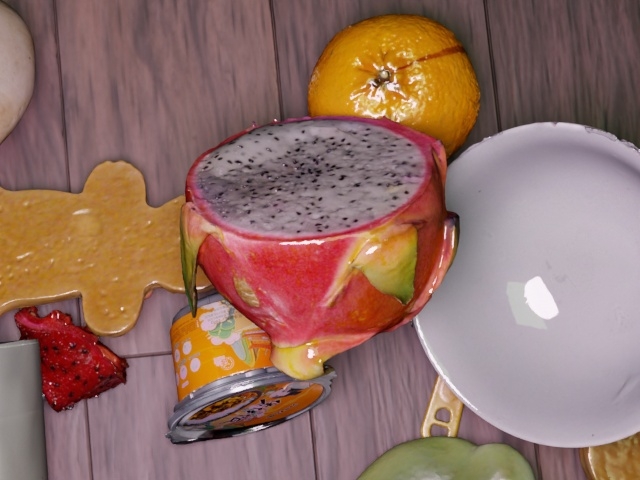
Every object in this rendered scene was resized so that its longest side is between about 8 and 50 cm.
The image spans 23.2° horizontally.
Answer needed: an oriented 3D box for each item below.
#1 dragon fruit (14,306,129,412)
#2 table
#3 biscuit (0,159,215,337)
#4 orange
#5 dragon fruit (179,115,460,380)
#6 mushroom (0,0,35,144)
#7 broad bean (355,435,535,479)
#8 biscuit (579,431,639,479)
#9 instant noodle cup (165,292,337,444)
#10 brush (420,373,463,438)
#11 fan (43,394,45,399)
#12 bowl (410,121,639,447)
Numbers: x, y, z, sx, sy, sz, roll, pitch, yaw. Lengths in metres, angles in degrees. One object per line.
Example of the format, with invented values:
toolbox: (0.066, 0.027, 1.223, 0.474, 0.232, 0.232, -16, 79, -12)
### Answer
dragon fruit: (-0.276, 0.114, 1.714, 0.097, 0.063, 0.131, -31, 79, -24)
table: (-0.354, 0.219, 1.661, 0.126, 0.126, 0.220, -5, 89, -3)
biscuit: (-0.246, 0.014, 1.720, 0.340, 0.047, 0.216, -6, 63, -2)
orange: (0.080, -0.160, 1.729, 0.193, 0.161, 0.193, 1, 84, -6)
dragon fruit: (0.000, 0.000, 1.595, 0.290, 0.290, 0.189, -8, 125, -4)
mushroom: (-0.411, -0.167, 1.710, 0.226, 0.178, 0.226, -9, 54, 13)
broad bean: (0.138, 0.298, 1.705, 0.228, 0.100, 0.169, -1, 75, 9)
biscuit: (0.453, 0.298, 1.737, 0.376, 0.051, 0.269, 45, 80, 3)
instant noodle cup: (-0.089, 0.127, 1.687, 0.208, 0.177, 0.125, -20, 68, 11)
brush: (0.165, 0.105, 1.770, 0.103, 0.013, 0.272, 16, 82, 0)
fan: (-0.439, 0.147, 1.732, 0.282, 0.023, 0.057, 2, 83, -4)
bowl: (0.277, 0.038, 1.679, 0.345, 0.157, 0.345, 6, 101, 29)
